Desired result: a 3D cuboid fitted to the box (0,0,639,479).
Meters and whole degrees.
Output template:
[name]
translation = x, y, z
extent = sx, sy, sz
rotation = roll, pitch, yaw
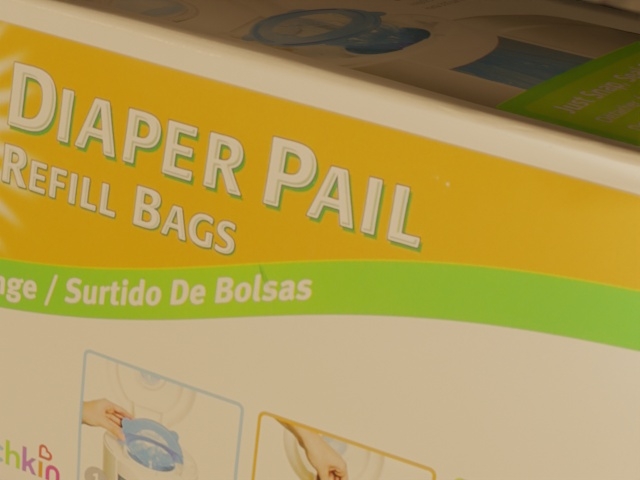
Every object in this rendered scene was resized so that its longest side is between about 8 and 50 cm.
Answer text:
[box]
translation = 0.000, 0.000, 0.397
extent = 0.203, 0.114, 0.103
rotation = 17, 111, 25
